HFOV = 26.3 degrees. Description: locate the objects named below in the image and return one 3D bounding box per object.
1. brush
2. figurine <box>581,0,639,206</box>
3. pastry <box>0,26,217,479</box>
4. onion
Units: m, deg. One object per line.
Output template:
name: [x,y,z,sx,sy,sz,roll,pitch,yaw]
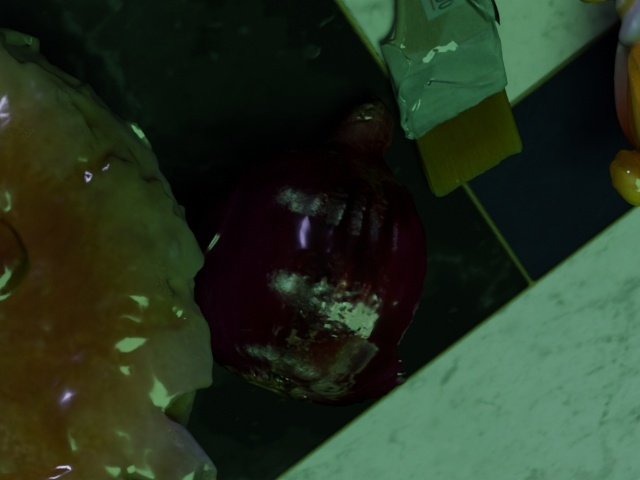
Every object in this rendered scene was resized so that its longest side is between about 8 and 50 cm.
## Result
brush: [0.058,-0.168,0.821,0.085,0.020,0.336,-27,128,-6]
figurine: [0.300,-0.132,0.847,0.320,0.196,0.323,17,112,15]
pastry: [-0.207,0.039,0.702,0.329,0.136,0.330,2,81,-13]
onion: [-0.014,-0.004,0.831,0.135,0.173,0.198,18,69,-22]
